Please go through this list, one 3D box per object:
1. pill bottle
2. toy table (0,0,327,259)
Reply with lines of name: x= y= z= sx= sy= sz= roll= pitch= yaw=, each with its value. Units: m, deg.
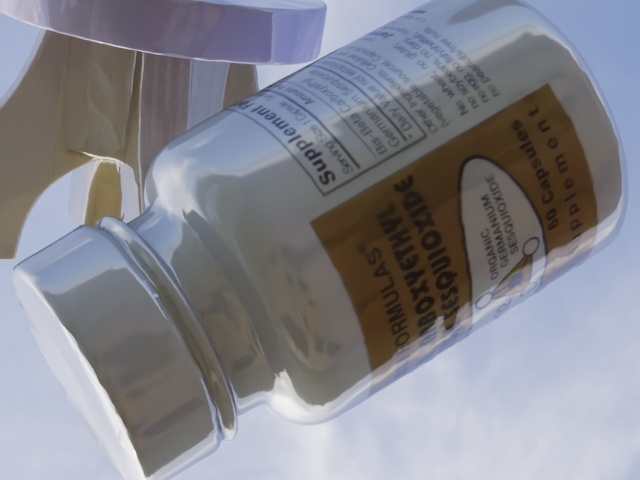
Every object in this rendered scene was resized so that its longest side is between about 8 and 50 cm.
pill bottle: x=0.000 y=0.000 z=0.614 sx=0.229 sy=0.131 sz=0.131 roll=-30 pitch=-73 yaw=-19
toy table: x=-0.096 y=-0.064 z=0.804 sx=0.252 sy=0.274 sz=0.161 roll=8 pitch=-78 yaw=-7
